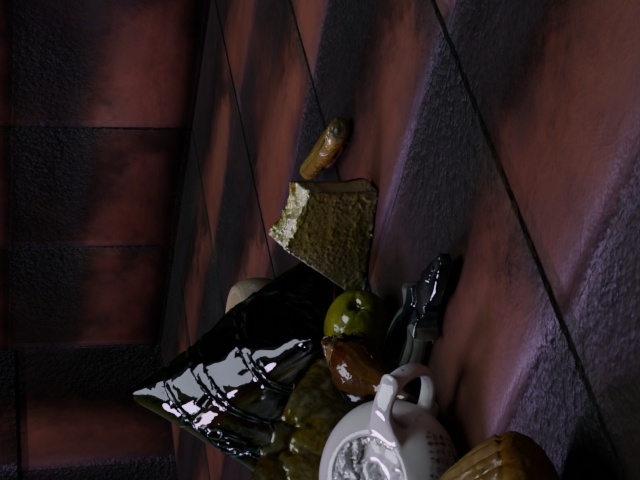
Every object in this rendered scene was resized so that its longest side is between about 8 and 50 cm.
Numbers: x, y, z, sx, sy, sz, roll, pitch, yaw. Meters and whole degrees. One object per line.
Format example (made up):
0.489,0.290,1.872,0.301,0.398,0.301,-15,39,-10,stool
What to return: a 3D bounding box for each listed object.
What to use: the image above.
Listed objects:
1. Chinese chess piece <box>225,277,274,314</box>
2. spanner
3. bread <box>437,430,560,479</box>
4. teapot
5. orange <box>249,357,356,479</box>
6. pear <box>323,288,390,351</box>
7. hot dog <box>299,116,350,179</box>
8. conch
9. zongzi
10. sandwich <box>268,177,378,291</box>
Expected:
-0.128,0.210,2.614,0.273,0.102,0.273,179,90,-76,Chinese chess piece
0.131,0.116,1.755,0.325,0.040,0.096,107,157,-53,spanner
0.187,0.308,1.276,0.240,0.139,0.240,-8,-90,-80,bread
0.085,0.295,1.653,0.208,0.165,0.300,30,115,50,teapot
0.000,0.366,1.868,0.271,0.210,0.369,99,-166,-57,orange
0.056,0.130,1.920,0.131,0.107,0.107,93,168,-52,pear
0.008,-0.150,2.192,0.066,0.047,0.216,-57,3,-23,hot dog
0.063,0.196,1.793,0.086,0.080,0.233,95,152,-42,conch
-0.079,0.177,2.150,0.383,0.319,0.362,-51,8,33,zongzi
0.000,0.000,2.008,0.058,0.162,0.193,-124,35,-59,sandwich
